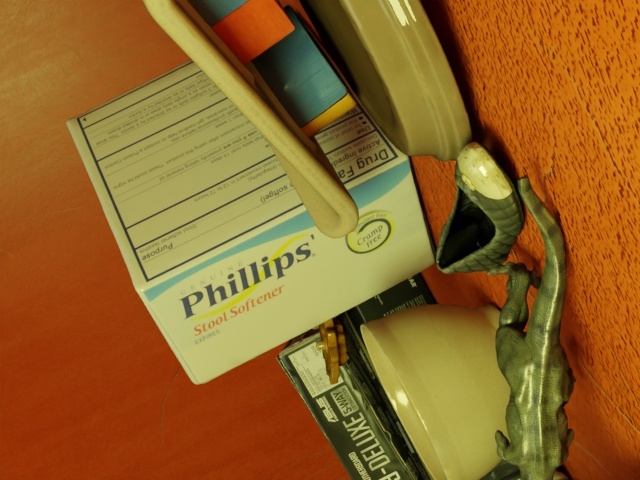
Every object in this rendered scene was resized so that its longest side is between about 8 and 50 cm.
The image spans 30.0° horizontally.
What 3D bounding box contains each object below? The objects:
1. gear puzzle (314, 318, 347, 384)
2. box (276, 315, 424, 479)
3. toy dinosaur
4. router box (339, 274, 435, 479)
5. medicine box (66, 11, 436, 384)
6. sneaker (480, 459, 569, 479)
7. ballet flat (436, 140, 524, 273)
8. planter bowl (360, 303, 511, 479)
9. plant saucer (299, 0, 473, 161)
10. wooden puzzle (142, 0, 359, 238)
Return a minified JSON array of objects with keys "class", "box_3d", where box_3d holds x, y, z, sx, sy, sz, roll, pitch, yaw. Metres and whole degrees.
[{"class":"gear puzzle","box_3d":[0.000,0.000,1.353,0.175,0.044,0.339,92,171,-58]},{"class":"box","box_3d":[0.076,0.230,1.566,0.307,0.076,0.242,59,-165,-4]},{"class":"toy dinosaur","box_3d":[0.140,0.075,0.782,0.118,0.064,0.268,-64,-26,-70]},{"class":"router box","box_3d":[0.125,0.182,1.360,0.309,0.081,0.243,62,174,9]},{"class":"medicine box","box_3d":[-0.072,-0.051,1.167,0.289,0.263,0.149,58,173,45]},{"class":"sneaker","box_3d":[0.149,0.244,1.151,0.268,0.101,0.153,113,144,-49]},{"class":"ballet flat","box_3d":[0.106,-0.014,0.813,0.057,0.049,0.173,60,173,23]},{"class":"planter bowl","box_3d":[0.118,0.118,1.003,0.162,0.109,0.162,62,174,12]},{"class":"plant saucer","box_3d":[0.018,-0.169,0.822,0.278,0.041,0.278,60,180,1]},{"class":"wooden puzzle","box_3d":[-0.081,-0.200,0.882,0.322,0.080,0.348,60,-176,34]}]
